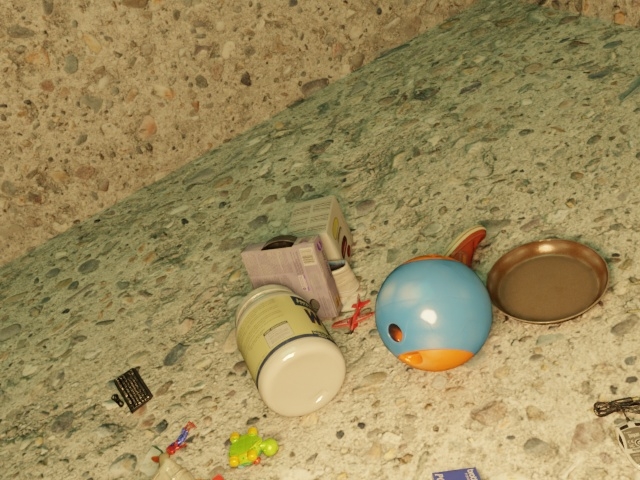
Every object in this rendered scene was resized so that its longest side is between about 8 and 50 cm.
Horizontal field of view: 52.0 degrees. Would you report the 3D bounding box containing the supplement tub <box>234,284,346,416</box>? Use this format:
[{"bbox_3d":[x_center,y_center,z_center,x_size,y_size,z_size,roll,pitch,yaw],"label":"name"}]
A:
[{"bbox_3d":[-0.094,0.284,1.766,0.235,0.235,0.325,-30,35,-7],"label":"supplement tub"}]

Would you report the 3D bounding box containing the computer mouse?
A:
[{"bbox_3d":[0.638,0.401,1.340,0.106,0.042,0.193,-12,31,11],"label":"computer mouse"}]

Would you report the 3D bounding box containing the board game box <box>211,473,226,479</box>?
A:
[{"bbox_3d":[-0.251,0.718,1.426,0.308,0.086,0.302,-39,37,-19],"label":"board game box"}]

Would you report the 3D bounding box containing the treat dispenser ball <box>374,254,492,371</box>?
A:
[{"bbox_3d":[0.278,0.179,1.629,0.288,0.288,0.288,-16,36,12],"label":"treat dispenser ball"}]

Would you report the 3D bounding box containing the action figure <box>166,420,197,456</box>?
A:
[{"bbox_3d":[-0.383,0.546,1.783,0.038,0.030,0.115,14,55,49],"label":"action figure"}]

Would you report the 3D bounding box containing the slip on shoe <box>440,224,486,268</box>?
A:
[{"bbox_3d":[0.385,0.075,1.875,0.101,0.123,0.331,37,57,17],"label":"slip on shoe"}]

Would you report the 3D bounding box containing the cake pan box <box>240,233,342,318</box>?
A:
[{"bbox_3d":[-0.086,0.114,1.955,0.245,0.267,0.070,-10,24,23],"label":"cake pan box"}]

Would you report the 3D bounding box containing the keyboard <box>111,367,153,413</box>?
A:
[{"bbox_3d":[-0.591,0.465,2.021,0.108,0.023,0.180,-37,36,-16],"label":"keyboard"}]

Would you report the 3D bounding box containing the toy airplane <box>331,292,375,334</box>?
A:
[{"bbox_3d":[0.102,0.217,1.912,0.151,0.028,0.151,-30,30,19],"label":"toy airplane"}]

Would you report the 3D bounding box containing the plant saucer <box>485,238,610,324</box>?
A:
[{"bbox_3d":[0.596,0.114,1.729,0.310,0.050,0.311,-17,35,12],"label":"plant saucer"}]

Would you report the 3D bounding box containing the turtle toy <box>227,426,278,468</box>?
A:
[{"bbox_3d":[-0.171,0.525,1.647,0.130,0.066,0.095,-18,35,9],"label":"turtle toy"}]

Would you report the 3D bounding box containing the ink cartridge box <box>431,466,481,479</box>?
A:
[{"bbox_3d":[0.289,0.536,1.300,0.097,0.046,0.207,-8,18,-1],"label":"ink cartridge box"}]

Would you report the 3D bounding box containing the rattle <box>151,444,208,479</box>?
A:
[{"bbox_3d":[-0.359,0.585,1.686,0.142,0.130,0.199,-21,7,-13],"label":"rattle"}]

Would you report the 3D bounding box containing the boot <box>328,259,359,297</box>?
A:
[{"bbox_3d":[-0.016,0.122,2.026,0.258,0.123,0.095,-13,36,16],"label":"boot"}]

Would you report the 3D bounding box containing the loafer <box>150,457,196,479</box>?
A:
[{"bbox_3d":[-0.420,0.632,1.543,0.319,0.111,0.112,-45,-10,13],"label":"loafer"}]

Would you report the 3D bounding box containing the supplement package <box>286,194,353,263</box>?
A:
[{"bbox_3d":[0.000,0.000,2.114,0.149,0.194,0.203,-12,38,19],"label":"supplement package"}]
